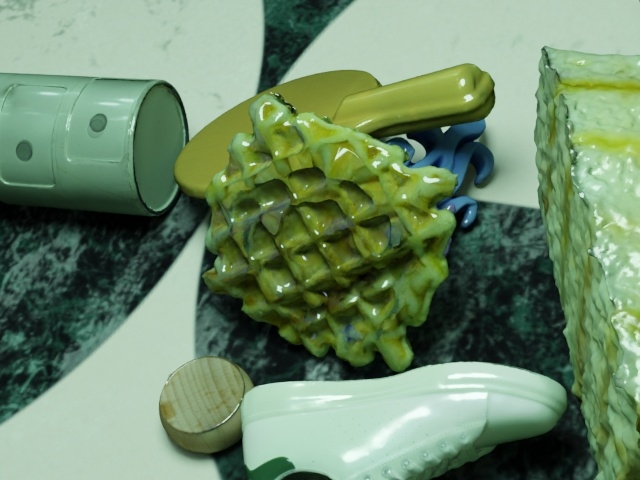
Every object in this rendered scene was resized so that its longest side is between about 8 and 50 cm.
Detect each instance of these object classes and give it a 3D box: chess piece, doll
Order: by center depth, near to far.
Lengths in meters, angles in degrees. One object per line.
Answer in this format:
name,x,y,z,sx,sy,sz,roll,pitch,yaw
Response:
chess piece,-0.095,0.138,1.409,0.084,0.038,0.083,-7,55,10
doll,0.091,-0.046,1.469,0.110,0.067,0.206,42,58,3

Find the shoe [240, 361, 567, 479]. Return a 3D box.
shoe,0.062,0.166,1.316,0.265,0.095,0.110,-5,59,19

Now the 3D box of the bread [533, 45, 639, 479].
bread,0.312,0.018,1.265,0.264,0.239,0.395,-8,51,5

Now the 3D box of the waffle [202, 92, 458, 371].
waffle,-0.001,0.001,1.391,0.223,0.204,0.054,24,29,18

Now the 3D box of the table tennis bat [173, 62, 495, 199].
table tennis bat,0.008,-0.106,1.487,0.321,0.050,0.198,-9,28,32

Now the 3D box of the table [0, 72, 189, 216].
table,-0.247,-0.093,1.566,0.220,0.126,0.126,5,56,20
